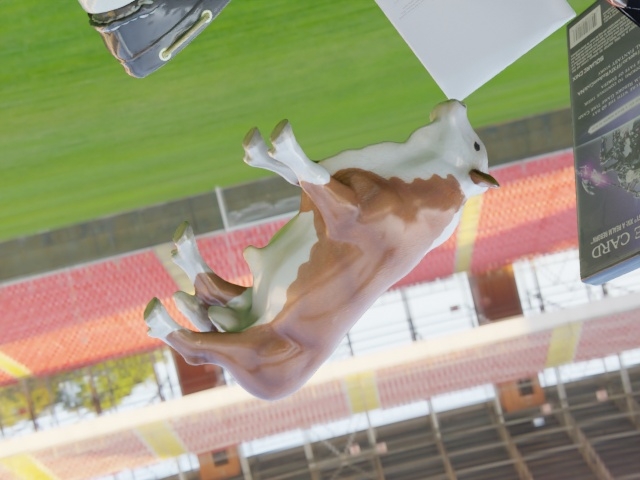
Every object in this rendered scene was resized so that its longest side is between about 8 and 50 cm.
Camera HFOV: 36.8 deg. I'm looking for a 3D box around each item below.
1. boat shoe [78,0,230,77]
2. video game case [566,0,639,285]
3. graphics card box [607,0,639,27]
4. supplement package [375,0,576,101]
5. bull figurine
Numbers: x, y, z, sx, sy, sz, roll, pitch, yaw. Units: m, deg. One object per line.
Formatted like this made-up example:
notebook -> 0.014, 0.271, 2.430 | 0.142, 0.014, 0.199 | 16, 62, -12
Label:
boat shoe -> -0.071, -0.197, 0.658 | 0.081, 0.068, 0.227 | 10, -134, 41
video game case -> 0.287, -0.118, 0.829 | 0.026, 0.274, 0.196 | 12, 156, -22
graphics card box -> 0.206, -0.240, 0.502 | 0.094, 0.232, 0.371 | 18, -175, 37
supplement package -> 0.194, -0.324, 1.283 | 0.194, 0.203, 0.149 | -36, -172, 14
bull figurine -> 0.000, 0.000, 0.782 | 0.310, 0.188, 0.101 | -54, -157, 13
